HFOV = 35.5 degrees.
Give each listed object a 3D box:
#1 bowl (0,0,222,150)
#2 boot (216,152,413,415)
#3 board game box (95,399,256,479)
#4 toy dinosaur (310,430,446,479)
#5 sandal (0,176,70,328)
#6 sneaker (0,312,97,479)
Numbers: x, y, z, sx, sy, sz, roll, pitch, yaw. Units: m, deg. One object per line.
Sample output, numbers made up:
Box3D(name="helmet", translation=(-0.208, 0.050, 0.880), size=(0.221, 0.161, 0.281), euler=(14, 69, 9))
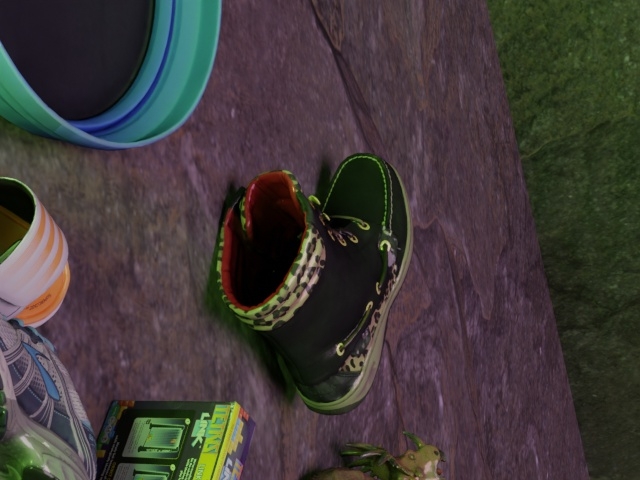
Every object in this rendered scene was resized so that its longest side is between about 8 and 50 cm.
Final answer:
Box3D(name="bowl", translation=(-0.215, -0.272, 0.882), size=(0.391, 0.077, 0.391), euler=(-3, 90, -65))
Box3D(name="boot", translation=(0.000, 0.000, 1.270), size=(0.284, 0.138, 0.378), euler=(51, 48, -52))
Box3D(name="board game box", translation=(-0.148, 0.228, 0.900), size=(0.048, 0.141, 0.170), euler=(60, 37, -45))
Box3D(name="toy dinosaur", translation=(0.049, 0.352, 1.360), size=(0.295, 0.127, 0.200), euler=(23, 59, -50))
Box3D(name="sandal", translation=(-0.259, -0.008, 0.757), size=(0.265, 0.076, 0.102), euler=(51, 43, -53))
Box3D(name="sneaker", translation=(-0.255, 0.106, 0.759), size=(0.122, 0.110, 0.283), euler=(-90, 165, -53))
